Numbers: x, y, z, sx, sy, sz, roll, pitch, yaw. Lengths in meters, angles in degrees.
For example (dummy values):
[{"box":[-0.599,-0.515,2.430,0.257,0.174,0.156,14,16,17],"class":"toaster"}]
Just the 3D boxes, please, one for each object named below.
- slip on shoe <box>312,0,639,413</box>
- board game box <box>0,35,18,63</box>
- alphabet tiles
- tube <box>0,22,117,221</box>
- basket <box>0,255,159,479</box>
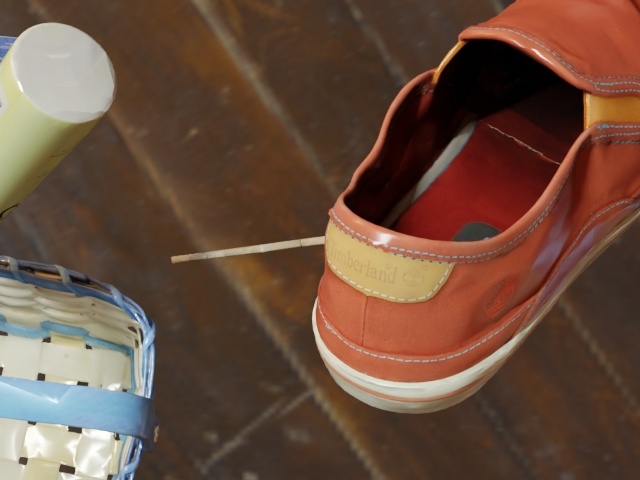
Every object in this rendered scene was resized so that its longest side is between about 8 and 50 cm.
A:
[{"box":[0.105,-0.063,0.905,0.123,0.101,0.331,23,52,25],"class":"slip on shoe"},{"box":[-0.207,-0.088,1.238,0.090,0.090,0.020,3,43,-25],"class":"board game box"},{"box":[0.000,0.000,1.797,0.198,0.237,0.009,-7,90,-28],"class":"alphabet tiles"},{"box":[-0.189,-0.039,1.119,0.070,0.240,0.062,-16,74,-38],"class":"tube"},{"box":[-0.219,0.107,1.253,0.255,0.289,0.201,9,77,4],"class":"basket"}]
